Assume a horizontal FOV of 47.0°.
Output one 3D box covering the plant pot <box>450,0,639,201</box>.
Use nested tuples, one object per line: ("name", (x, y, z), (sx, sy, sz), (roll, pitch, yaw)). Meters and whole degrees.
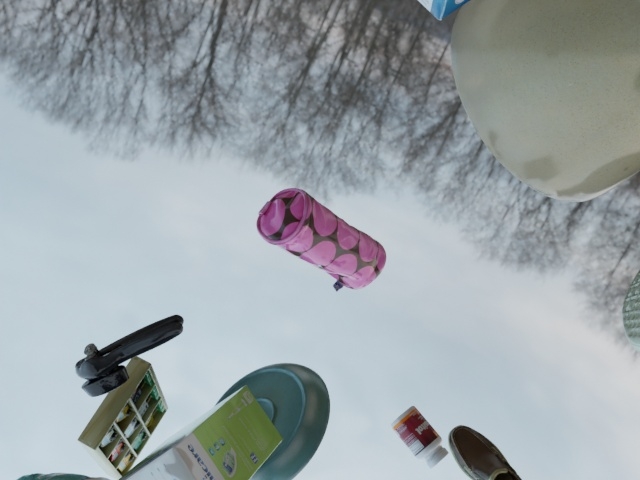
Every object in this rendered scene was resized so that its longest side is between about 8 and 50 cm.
("plant pot", (0.312, -0.207, 0.802), (0.284, 0.284, 0.191), (17, 154, -25))

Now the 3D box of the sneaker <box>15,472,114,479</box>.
("sneaker", (-0.270, 0.306, 0.822), (0.109, 0.275, 0.107), (13, -121, 3))

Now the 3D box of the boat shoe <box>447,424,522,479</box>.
("boat shoe", (0.378, 0.500, 1.586), (0.257, 0.095, 0.095), (47, 165, 22))

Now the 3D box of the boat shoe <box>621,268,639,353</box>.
("boat shoe", (0.553, 0.025, 1.011), (0.156, 0.187, 0.500), (42, -140, 12))

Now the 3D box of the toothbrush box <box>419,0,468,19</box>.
("toothbrush box", (0.076, -0.337, 0.493), (0.216, 0.126, 0.295), (49, 167, 17))

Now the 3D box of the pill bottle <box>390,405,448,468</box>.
("pill bottle", (0.262, 0.517, 1.929), (0.152, 0.086, 0.086), (49, -156, 16))

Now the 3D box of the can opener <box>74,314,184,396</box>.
("can opener", (-0.293, 0.166, 1.132), (0.073, 0.186, 0.059), (60, 177, -31))

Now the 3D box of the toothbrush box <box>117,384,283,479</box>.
("toothbrush box", (-0.211, 0.372, 1.175), (0.122, 0.206, 0.283), (55, -164, 4))

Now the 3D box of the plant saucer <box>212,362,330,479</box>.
("plant saucer", (-0.127, 0.377, 1.513), (0.044, 0.317, 0.317), (54, 178, -35))

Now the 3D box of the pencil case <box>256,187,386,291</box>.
("pencil case", (0.000, 0.000, 1.002), (0.098, 0.095, 0.209), (37, -179, 40))

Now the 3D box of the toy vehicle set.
("toy vehicle set", (-0.348, 0.328, 1.328), (0.035, 0.166, 0.267), (25, 152, 9))
